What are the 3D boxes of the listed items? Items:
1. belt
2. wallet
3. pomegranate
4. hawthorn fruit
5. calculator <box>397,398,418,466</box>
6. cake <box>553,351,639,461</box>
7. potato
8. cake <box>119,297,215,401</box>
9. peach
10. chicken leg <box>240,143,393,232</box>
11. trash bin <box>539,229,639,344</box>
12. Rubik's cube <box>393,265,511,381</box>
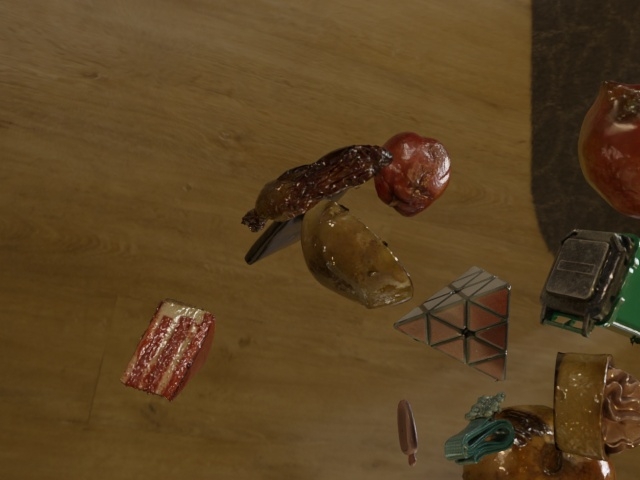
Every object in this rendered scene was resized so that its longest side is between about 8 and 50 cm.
[{"bbox_3d":[0.287,0.346,1.222,0.179,0.065,0.099,-5,78,-49],"label":"belt"},{"bbox_3d":[-0.062,-0.049,1.728,0.197,0.377,0.051,-27,82,-32],"label":"wallet"},{"bbox_3d":[0.470,0.514,1.474,0.323,0.322,0.321,-4,105,-14],"label":"pomegranate"},{"bbox_3d":[0.193,-0.137,1.436,0.174,0.173,0.178,4,68,-16],"label":"hawthorn fruit"},{"bbox_3d":[0.221,0.490,1.718,0.024,0.103,0.165,-1,68,-12],"label":"calculator"},{"bbox_3d":[0.519,0.298,1.222,0.178,0.208,0.185,-2,105,21],"label":"cake"},{"bbox_3d":[0.055,0.049,1.417,0.299,0.239,0.116,44,65,2],"label":"potato"},{"bbox_3d":[-0.378,0.299,1.666,0.158,0.262,0.159,18,138,6],"label":"cake"},{"bbox_3d":[0.554,-0.169,1.147,0.233,0.232,0.256,-31,103,-5],"label":"peach"},{"bbox_3d":[-0.020,-0.091,1.200,0.323,0.177,0.082,-23,88,12],"label":"chicken leg"},{"bbox_3d":[0.828,0.165,1.851,0.381,0.259,0.295,25,85,-21],"label":"trash bin"},{"bbox_3d":[0.364,0.184,1.649,0.229,0.228,0.233,22,97,-48],"label":"Rubik's cube"}]
